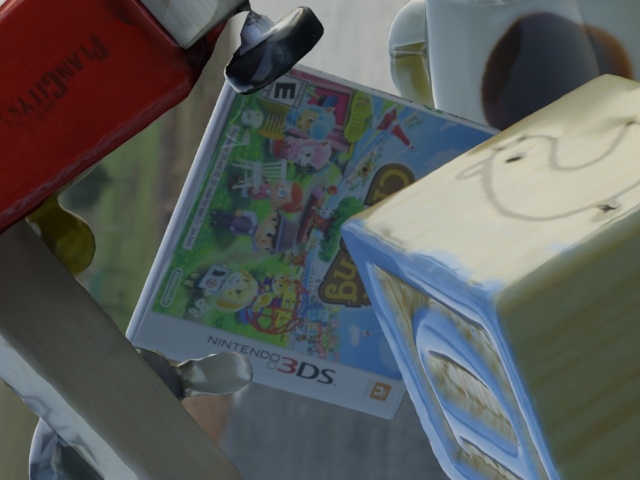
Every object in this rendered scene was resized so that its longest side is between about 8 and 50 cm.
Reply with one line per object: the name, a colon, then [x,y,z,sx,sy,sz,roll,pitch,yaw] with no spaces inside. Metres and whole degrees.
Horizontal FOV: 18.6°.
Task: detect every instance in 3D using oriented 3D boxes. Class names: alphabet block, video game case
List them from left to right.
video game case: [0.000,0.000,1.265,0.023,0.193,0.212,-118,48,-64]
alphabet block: [0.161,0.043,1.113,0.192,0.197,0.193,31,147,60]

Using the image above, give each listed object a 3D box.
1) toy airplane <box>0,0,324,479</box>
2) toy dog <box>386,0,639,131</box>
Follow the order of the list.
toy airplane: [-0.202,-0.028,1.019,0.272,0.384,0.386,-28,61,47]
toy dog: [0.156,-0.143,1.442,0.395,0.285,0.408,-29,-71,-67]
